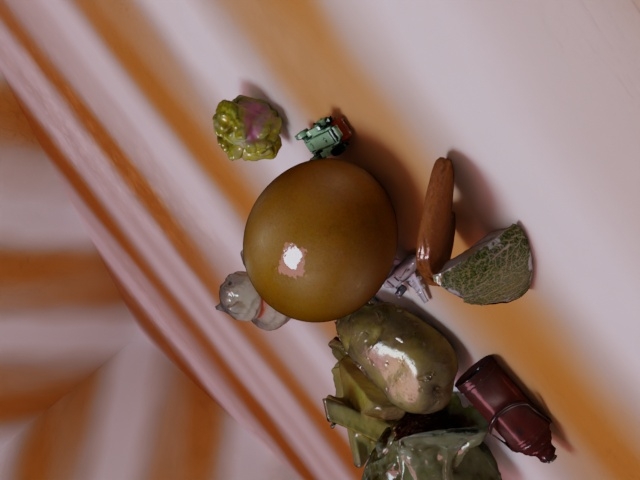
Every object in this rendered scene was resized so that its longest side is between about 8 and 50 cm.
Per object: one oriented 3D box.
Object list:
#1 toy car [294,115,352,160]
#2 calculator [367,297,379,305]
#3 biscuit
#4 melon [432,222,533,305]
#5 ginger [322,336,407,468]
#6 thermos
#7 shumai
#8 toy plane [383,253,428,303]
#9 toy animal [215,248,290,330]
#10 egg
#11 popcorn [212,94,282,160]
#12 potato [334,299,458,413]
[{"bbox_3d":[0.007,-0.186,1.515,0.073,0.054,0.143,55,161,-8],"label":"toy car"},{"bbox_3d":[0.097,0.173,1.899,0.293,0.051,0.173,43,155,14],"label":"calculator"},{"bbox_3d":[0.196,-0.027,1.327,0.036,0.186,0.192,9,167,17],"label":"biscuit"},{"bbox_3d":[0.270,0.026,1.305,0.093,0.202,0.139,55,130,39],"label":"melon"},{"bbox_3d":[0.098,0.459,2.139,0.358,0.211,0.413,39,155,29],"label":"ginger"},{"bbox_3d":[0.374,0.339,1.602,0.232,0.099,0.124,47,-166,2],"label":"thermos"},{"bbox_3d":[0.230,0.488,1.788,0.292,0.330,0.288,57,171,21],"label":"shumai"},{"bbox_3d":[0.156,0.065,1.618,0.162,0.065,0.171,40,161,1],"label":"toy plane"},{"bbox_3d":[-0.194,0.168,2.273,0.266,0.188,0.308,50,155,-22],"label":"toy animal"},{"bbox_3d":[0.000,0.000,1.515,0.282,0.282,0.351,43,145,16],"label":"egg"},{"bbox_3d":[-0.146,-0.225,1.646,0.145,0.126,0.126,13,152,18],"label":"popcorn"},{"bbox_3d":[0.160,0.233,1.731,0.296,0.141,0.192,34,121,19],"label":"potato"}]
